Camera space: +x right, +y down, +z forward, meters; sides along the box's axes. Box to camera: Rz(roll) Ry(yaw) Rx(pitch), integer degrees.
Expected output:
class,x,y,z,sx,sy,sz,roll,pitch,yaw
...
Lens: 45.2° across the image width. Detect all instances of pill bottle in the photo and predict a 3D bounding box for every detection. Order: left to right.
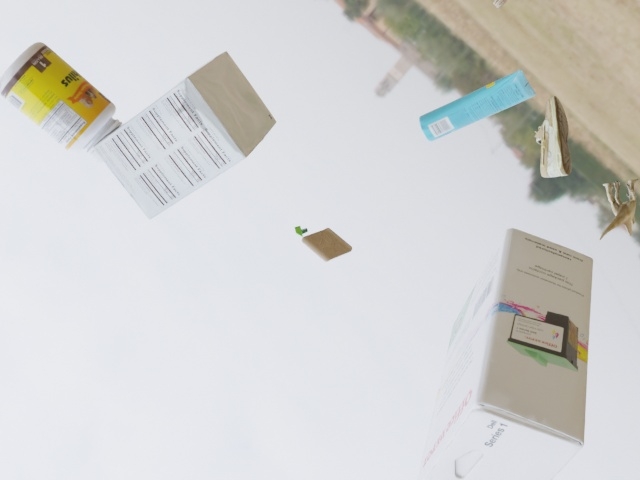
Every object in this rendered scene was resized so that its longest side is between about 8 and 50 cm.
class,x,y,z,sx,sy,sz,roll,pitch,yaw
pill bottle,-0.442,-0.233,1.340,0.215,0.117,0.117,42,-165,-18

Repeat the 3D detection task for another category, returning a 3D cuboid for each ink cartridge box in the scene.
class,x,y,z,sx,sy,sz,roll,pitch,yaw
ink cartridge box,0.218,0.156,0.897,0.117,0.201,0.278,21,-136,3

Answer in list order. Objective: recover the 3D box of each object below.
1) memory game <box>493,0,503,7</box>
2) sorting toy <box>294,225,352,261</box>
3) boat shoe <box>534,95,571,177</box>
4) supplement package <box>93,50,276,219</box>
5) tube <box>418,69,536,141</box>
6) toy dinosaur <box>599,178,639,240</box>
class,x,y,z,sx,sy,sz,roll,pitch,yaw
memory game,0.377,-0.483,1.360,0.012,0.186,0.186,47,-164,2
sorting toy,0.000,0.000,1.162,0.083,0.012,0.062,40,-140,24
boat shoe,0.350,-0.158,1.171,0.050,0.045,0.135,32,-127,-44
supplement package,-0.213,-0.173,1.243,0.149,0.203,0.194,54,-157,-14
tube,0.283,-0.244,1.402,0.080,0.207,0.052,30,-135,-52
toy dinosaur,0.491,-0.050,1.242,0.183,0.053,0.092,-13,-86,-57
